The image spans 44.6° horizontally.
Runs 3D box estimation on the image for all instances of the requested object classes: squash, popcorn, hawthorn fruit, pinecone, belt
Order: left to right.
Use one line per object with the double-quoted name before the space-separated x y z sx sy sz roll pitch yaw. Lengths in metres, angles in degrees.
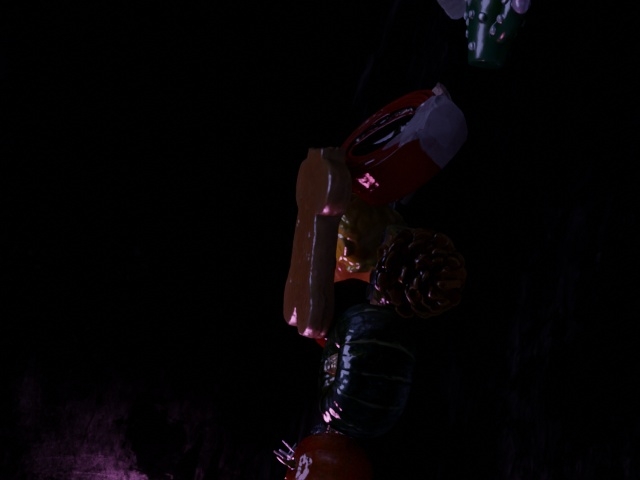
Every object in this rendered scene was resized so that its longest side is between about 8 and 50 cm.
"hawthorn fruit" 0.003 0.458 1.506 0.179 0.200 0.179 -161 90 -78
"hawthorn fruit" 0.065 0.197 1.826 0.251 0.189 0.190 92 -170 -58
"squash" 0.087 0.248 1.477 0.252 0.165 0.252 -161 90 -84
"popcorn" 0.112 -0.028 1.875 0.200 0.203 0.226 -125 21 -52
"belt" 0.170 -0.198 1.678 0.323 0.115 0.227 -22 37 47
"pinecone" 0.173 0.058 1.315 0.173 0.173 0.174 -163 90 -84

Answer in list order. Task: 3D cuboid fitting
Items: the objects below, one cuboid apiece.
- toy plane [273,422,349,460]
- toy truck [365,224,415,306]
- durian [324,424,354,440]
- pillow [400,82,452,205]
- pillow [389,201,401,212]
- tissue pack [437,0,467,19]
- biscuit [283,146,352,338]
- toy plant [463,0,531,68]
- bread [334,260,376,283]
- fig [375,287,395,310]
"toy plane" 0.002 0.476 1.734 0.107 0.182 0.273 -54 -6 -21
"toy truck" 0.164 0.070 1.662 0.116 0.085 0.191 -128 52 -71
"durian" 0.045 0.447 1.781 0.140 0.071 0.111 122 164 -50
"pillow" 0.242 -0.231 1.850 0.173 0.067 0.270 -89 20 -67
"pillow" 0.189 -0.125 2.090 0.208 0.055 0.141 -86 8 -66
"tissue pack" 0.347 -0.593 1.699 0.159 0.145 0.230 -26 38 35
"biscuit" 0.000 0.000 1.634 0.368 0.076 0.394 -171 87 -77
"toy plant" 0.330 -0.446 1.445 0.232 0.112 0.243 124 153 -65
"bread" 0.091 0.067 2.078 0.107 0.136 0.241 -82 12 -57
"fig" 0.159 0.107 1.564 0.178 0.117 0.117 98 -177 -49
